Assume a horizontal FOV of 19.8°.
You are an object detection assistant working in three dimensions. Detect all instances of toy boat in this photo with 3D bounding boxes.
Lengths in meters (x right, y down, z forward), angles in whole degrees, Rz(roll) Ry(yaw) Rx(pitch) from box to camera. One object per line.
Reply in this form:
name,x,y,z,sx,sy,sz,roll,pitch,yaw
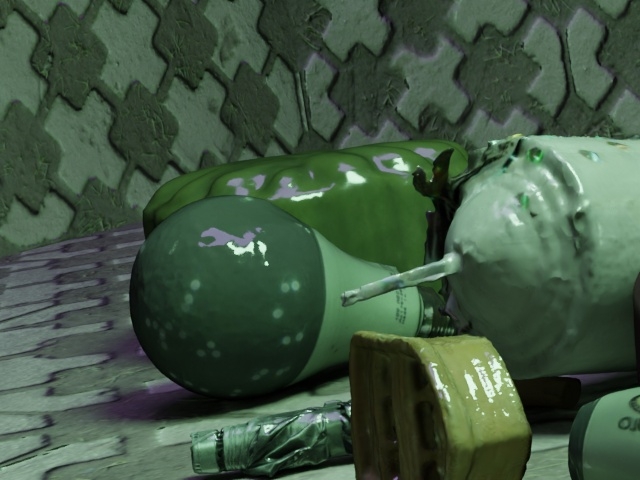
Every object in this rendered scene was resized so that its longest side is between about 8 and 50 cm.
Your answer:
toy boat,0.074,0.114,1.137,0.061,0.116,0.188,-4,4,-16

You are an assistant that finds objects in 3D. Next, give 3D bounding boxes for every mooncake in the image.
mooncake,0.000,0.000,1.894,0.356,0.194,0.356,-9,8,1

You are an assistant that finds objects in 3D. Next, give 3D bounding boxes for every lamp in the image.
lamp,-0.013,0.060,1.619,0.313,0.182,0.182,9,2,-13

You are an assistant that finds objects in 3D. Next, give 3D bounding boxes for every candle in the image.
candle,0.175,0.013,1.343,0.330,0.187,0.187,-1,1,-34

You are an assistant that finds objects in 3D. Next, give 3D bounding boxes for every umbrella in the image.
umbrella,-0.001,0.139,1.316,0.188,0.046,0.050,-8,11,5

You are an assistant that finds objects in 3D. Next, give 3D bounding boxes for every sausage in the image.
sausage,0.147,0.116,1.407,0.116,0.026,0.026,-3,9,44

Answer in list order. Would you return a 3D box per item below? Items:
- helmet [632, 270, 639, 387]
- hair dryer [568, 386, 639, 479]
helmet,0.349,0.028,1.158,0.271,0.197,0.338,-11,5,-38
hair dryer,0.286,0.063,0.991,0.229,0.267,0.092,24,-17,35
